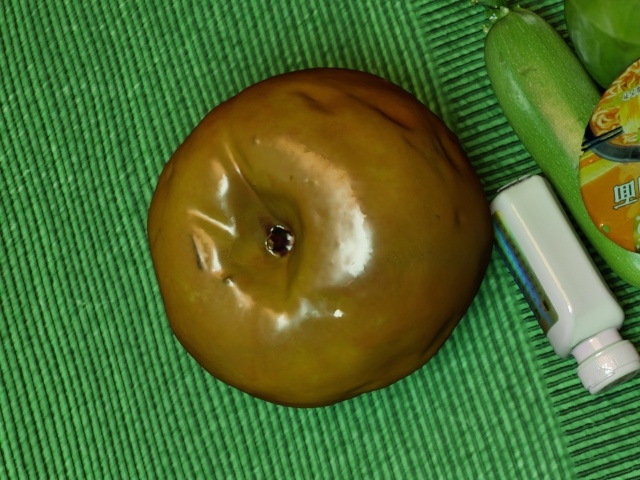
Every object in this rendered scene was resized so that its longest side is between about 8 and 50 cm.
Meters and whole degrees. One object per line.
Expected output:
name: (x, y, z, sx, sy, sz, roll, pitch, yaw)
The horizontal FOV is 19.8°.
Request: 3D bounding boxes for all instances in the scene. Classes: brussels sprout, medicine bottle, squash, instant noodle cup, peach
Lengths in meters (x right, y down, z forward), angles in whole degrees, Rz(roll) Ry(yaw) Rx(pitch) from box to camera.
brussels sprout: (0.363, -0.244, 1.823, 0.244, 0.244, 0.244, -3, 79, 15)
medicine bottle: (0.245, 0.048, 1.850, 0.078, 0.115, 0.219, -26, 74, -9)
squash: (0.259, -0.108, 1.887, 0.101, 0.101, 0.378, -30, 74, 8)
instant noodle cup: (0.386, -0.058, 1.726, 0.230, 0.182, 0.230, -22, 53, 33)
peach: (0.000, 0.000, 1.832, 0.343, 0.302, 0.342, 1, 94, 20)
